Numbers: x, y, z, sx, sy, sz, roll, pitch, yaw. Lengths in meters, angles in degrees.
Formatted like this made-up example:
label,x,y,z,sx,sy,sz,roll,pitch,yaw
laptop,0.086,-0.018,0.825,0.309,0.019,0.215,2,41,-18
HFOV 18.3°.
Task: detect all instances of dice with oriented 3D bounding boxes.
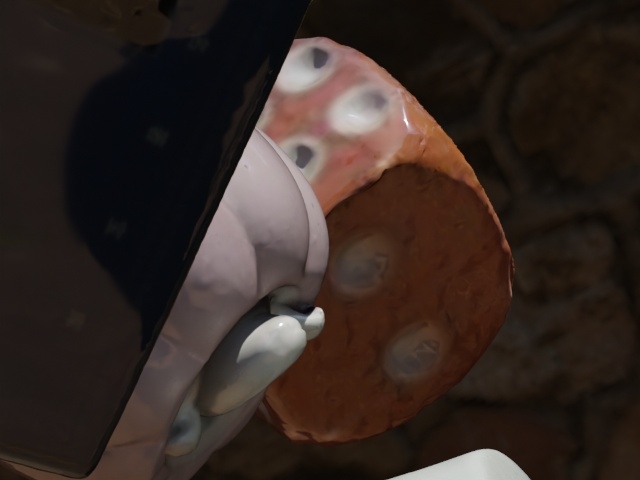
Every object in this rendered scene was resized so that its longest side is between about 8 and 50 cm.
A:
label,x,y,z,sx,sy,sz,roll,pitch,yaw
dice,0.000,0.000,1.189,0.175,0.179,0.174,-33,43,-11

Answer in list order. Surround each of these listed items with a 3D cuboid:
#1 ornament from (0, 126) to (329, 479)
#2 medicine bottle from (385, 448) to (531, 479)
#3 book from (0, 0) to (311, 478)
label,x,y,z,sx,sy,sz,roll,pitch,yaw
ornament,-0.077,0.021,0.805,0.177,0.177,0.177,-27,9,5
medicine bottle,0.060,0.192,0.650,0.111,0.161,0.296,-19,18,3
book,-0.110,-0.079,0.311,0.025,0.269,0.191,31,98,53
